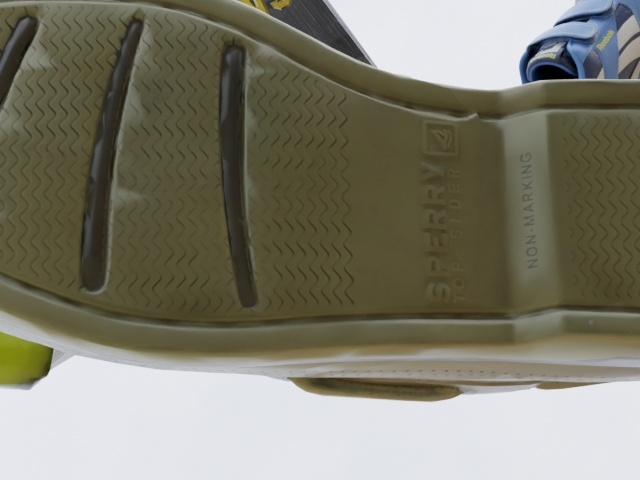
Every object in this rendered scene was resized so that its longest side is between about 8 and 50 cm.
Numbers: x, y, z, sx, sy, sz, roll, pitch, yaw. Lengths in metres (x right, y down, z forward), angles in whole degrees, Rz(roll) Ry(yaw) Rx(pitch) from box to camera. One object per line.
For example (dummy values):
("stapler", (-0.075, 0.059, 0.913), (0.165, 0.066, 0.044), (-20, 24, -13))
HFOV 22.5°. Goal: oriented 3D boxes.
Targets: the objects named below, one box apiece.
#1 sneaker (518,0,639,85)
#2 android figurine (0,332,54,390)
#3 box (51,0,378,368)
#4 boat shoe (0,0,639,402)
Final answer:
("sneaker", (0.143, -0.101, 0.867), (0.059, 0.144, 0.053), (30, -32, -27))
("android figurine", (-0.245, 0.023, 0.602), (0.273, 0.248, 0.056), (4, -78, -43))
("box", (-0.100, -0.065, 0.816), (0.231, 0.183, 0.056), (-31, -19, -11))
("boat shoe", (0.000, 0.000, 0.478), (0.302, 0.113, 0.103), (10, -20, -3))
